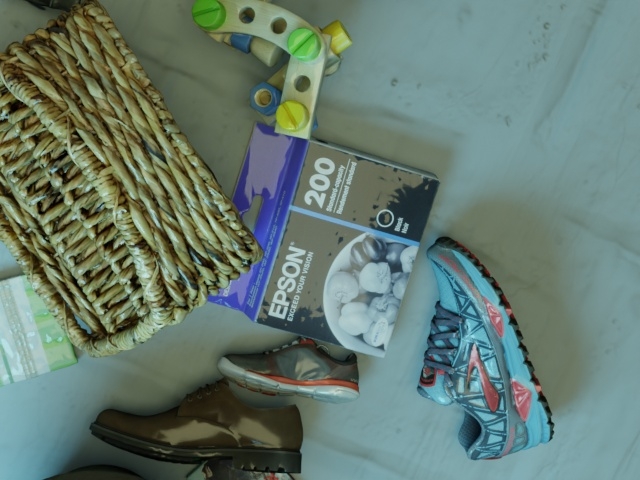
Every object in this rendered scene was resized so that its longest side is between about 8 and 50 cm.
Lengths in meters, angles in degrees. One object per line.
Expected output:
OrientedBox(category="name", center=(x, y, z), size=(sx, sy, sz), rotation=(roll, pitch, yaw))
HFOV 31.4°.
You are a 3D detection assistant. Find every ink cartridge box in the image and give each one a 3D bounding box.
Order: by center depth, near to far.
OrientedBox(category="ink cartridge box", center=(0.000, 0.000, 1.215), size=(0.208, 0.045, 0.206), rotation=(16, 97, -9))

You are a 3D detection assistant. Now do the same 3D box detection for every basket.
OrientedBox(category="basket", center=(-0.221, -0.045, 1.080), size=(0.223, 0.213, 0.299), rotation=(-32, 98, -4))

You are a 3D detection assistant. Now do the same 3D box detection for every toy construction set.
OrientedBox(category="toy construction set", center=(0.001, -0.276, 1.117), size=(0.215, 0.151, 0.328), rotation=(39, 84, 13))

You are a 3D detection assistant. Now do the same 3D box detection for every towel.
OrientedBox(category="towel", center=(-0.342, 0.098, 1.196), size=(0.152, 0.023, 0.113), rotation=(-14, 103, -8))

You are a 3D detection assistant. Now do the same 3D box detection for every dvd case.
OrientedBox(category="dvd case", center=(-0.077, 0.276, 1.263), size=(0.087, 0.013, 0.119), rotation=(-40, 103, 0))

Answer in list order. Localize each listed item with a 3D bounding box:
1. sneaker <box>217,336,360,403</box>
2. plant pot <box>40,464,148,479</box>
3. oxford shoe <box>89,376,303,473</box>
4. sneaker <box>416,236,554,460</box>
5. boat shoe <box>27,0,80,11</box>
OrientedBox(category="sneaker", center=(-0.033, 0.134, 1.235), size=(0.157, 0.061, 0.065), rotation=(12, 70, -10))
OrientedBox(category="plant pot", center=(-0.225, 0.328, 1.140), size=(0.263, 0.229, 0.263), rotation=(-1, 100, -7))
OrientedBox(category="oxford shoe", center=(-0.131, 0.193, 1.217), size=(0.227, 0.083, 0.096), rotation=(5, 78, -4))
OrientedBox(category="sneaker", center=(0.157, 0.126, 1.228), size=(0.125, 0.104, 0.262), rotation=(-24, 101, -2))
OrientedBox(category="boat shoe", center=(-0.222, -0.383, 1.099), size=(0.119, 0.121, 0.335), rotation=(20, 107, -18))
